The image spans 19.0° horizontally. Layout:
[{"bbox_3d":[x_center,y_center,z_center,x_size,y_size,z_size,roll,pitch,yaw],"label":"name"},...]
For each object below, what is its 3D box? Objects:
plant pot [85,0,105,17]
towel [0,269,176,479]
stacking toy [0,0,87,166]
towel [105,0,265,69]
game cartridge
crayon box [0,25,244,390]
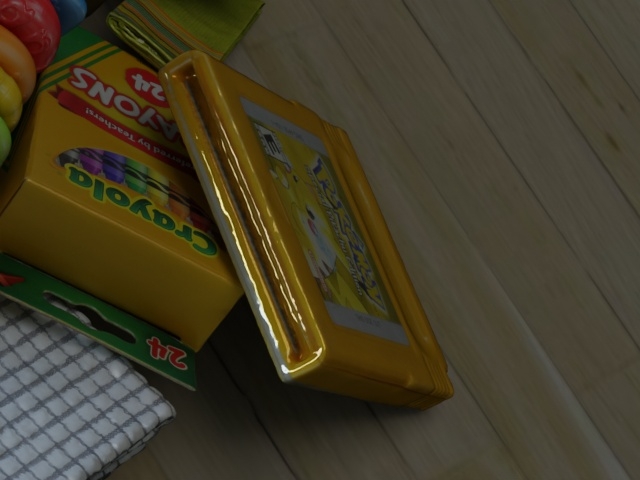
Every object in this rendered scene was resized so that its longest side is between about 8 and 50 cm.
[{"bbox_3d":[-0.241,-0.236,1.709,0.081,0.083,0.081,4,60,-31],"label":"plant pot"},{"bbox_3d":[-0.286,0.136,1.427,0.235,0.121,0.283,44,43,9],"label":"towel"},{"bbox_3d":[-0.292,-0.084,1.450,0.166,0.175,0.302,40,44,-46],"label":"stacking toy"},{"bbox_3d":[-0.119,-0.208,1.753,0.102,0.021,0.237,40,26,-6],"label":"towel"},{"bbox_3d":[0.000,0.000,1.625,0.323,0.052,0.285,18,46,-65],"label":"game cartridge"},{"bbox_3d":[-0.162,-0.039,1.558,0.202,0.081,0.318,28,30,-21],"label":"crayon box"}]
